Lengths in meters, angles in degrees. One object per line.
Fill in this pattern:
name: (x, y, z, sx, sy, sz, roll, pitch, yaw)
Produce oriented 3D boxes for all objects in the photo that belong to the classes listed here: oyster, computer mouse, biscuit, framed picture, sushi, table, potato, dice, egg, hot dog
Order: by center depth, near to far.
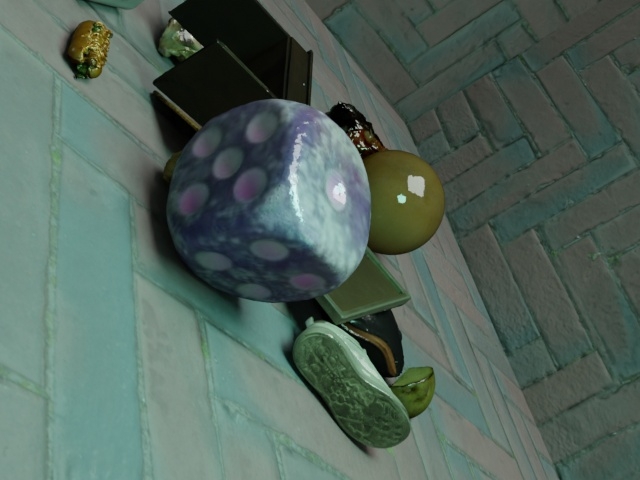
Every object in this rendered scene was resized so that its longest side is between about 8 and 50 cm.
dice: (-0.085, -0.062, 1.562, 0.270, 0.271, 0.270, 43, 47, -45)
hot dog: (-0.417, -0.352, 1.625, 0.072, 0.055, 0.188, 49, 18, -32)
biscuit: (-0.229, -0.210, 1.841, 0.237, 0.013, 0.232, 43, 2, 42)
table: (-0.178, -0.371, 1.914, 0.282, 0.196, 0.251, 41, 38, -37)
framed picture: (-0.016, -0.011, 1.969, 0.446, 0.028, 0.326, 50, 26, 18)
computer mouse: (0.114, 0.194, 2.091, 0.323, 0.116, 0.183, 47, 25, -37)
potato: (0.227, 0.373, 2.096, 0.149, 0.081, 0.120, -24, 108, -64)
oyster: (-0.281, -0.464, 2.139, 0.238, 0.114, 0.351, 66, 21, -4)
egg: (0.209, -0.110, 2.568, 0.301, 0.301, 0.374, 58, 16, 0)
sushi: (0.087, -0.277, 2.717, 0.182, 0.196, 0.343, 68, 14, 20)

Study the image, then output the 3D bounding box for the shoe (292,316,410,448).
shoe: (0.059, 0.270, 1.793, 0.316, 0.124, 0.159, 52, 11, -20)

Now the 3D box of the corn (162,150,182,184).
corn: (-0.212, -0.111, 1.723, 0.261, 0.097, 0.097, 21, 41, -63)

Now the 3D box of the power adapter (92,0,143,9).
power adapter: (-0.455, -0.573, 1.792, 0.187, 0.124, 0.255, 57, 17, 1)
